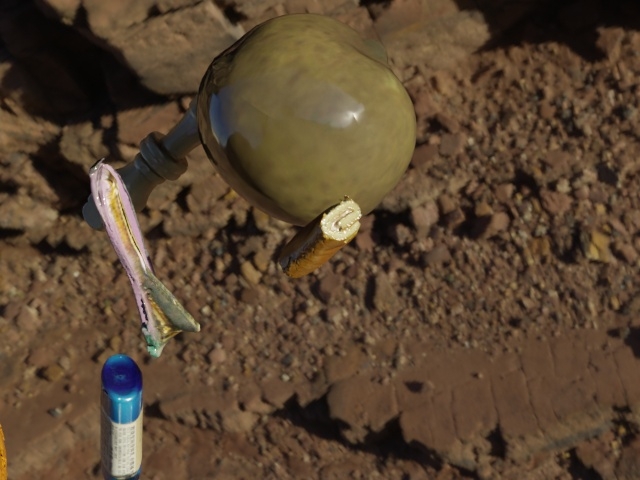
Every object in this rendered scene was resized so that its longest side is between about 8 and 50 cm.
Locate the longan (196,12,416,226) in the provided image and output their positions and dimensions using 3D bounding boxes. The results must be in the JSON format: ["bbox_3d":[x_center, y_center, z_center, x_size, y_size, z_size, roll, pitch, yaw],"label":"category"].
[{"bbox_3d":[-0.019,-0.192,1.462,0.361,0.361,0.360,-16,46,18],"label":"longan"}]

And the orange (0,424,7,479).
[{"bbox_3d":[-0.296,0.140,0.511,0.240,0.240,0.240,-16,46,18],"label":"orange"}]

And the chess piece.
[{"bbox_3d":[-0.297,-0.155,1.732,0.397,0.117,0.117,-39,42,14],"label":"chess piece"}]

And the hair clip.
[{"bbox_3d":[-0.279,0.023,1.406,0.096,0.358,0.110,10,44,35],"label":"hair clip"}]

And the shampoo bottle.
[{"bbox_3d":[-0.242,0.234,1.118,0.050,0.182,0.087,-3,33,-18],"label":"shampoo bottle"}]

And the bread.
[{"bbox_3d":[0.000,0.000,0.781,0.047,0.036,0.083,-48,4,-39],"label":"bread"}]
